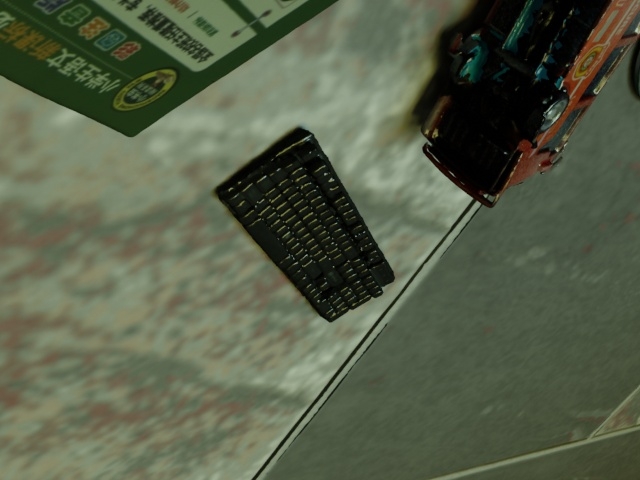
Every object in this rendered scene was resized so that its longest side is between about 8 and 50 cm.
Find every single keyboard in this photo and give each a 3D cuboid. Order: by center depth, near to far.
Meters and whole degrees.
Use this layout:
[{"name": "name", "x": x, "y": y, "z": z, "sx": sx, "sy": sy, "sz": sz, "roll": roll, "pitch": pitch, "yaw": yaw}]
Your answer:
[{"name": "keyboard", "x": 0.000, "y": 0.000, "z": 0.642, "sx": 0.060, "sy": 0.018, "sz": 0.195, "roll": -35, "pitch": 150, "yaw": 1}]

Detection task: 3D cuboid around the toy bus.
[{"name": "toy bus", "x": 0.138, "y": -0.126, "z": 0.563, "sx": 0.096, "sy": 0.073, "sz": 0.234, "roll": -16, "pitch": 144, "yaw": -45}]

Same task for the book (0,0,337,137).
[{"name": "book", "x": 0.005, "y": -0.128, "z": 0.340, "sx": 0.264, "sy": 0.027, "sz": 0.202, "roll": -31, "pitch": 170, "yaw": 8}]

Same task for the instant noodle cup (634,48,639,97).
[{"name": "instant noodle cup", "x": 0.312, "y": -0.119, "z": 0.705, "sx": 0.208, "sy": 0.125, "sz": 0.177, "roll": 9, "pitch": 127, "yaw": -52}]
